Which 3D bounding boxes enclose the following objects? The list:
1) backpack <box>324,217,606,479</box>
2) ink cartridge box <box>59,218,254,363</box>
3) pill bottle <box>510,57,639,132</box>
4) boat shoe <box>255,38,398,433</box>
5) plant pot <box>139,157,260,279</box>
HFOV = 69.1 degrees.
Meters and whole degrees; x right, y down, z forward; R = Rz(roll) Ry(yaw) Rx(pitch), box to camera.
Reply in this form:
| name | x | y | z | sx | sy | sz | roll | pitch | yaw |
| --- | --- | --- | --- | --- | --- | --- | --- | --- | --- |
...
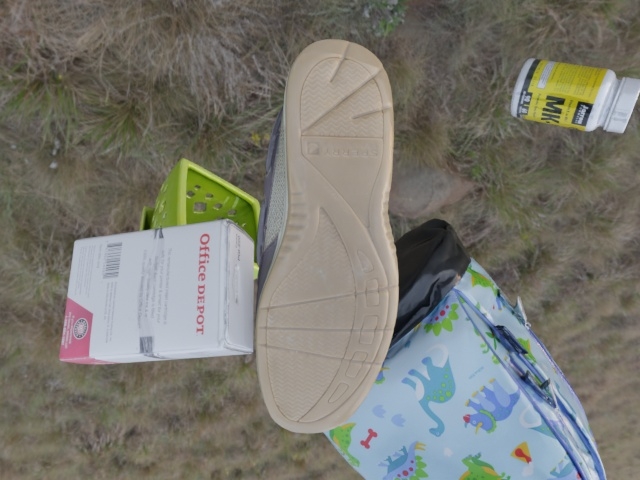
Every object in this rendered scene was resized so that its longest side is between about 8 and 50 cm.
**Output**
| name | x | y | z | sx | sy | sz | roll | pitch | yaw |
| --- | --- | --- | --- | --- | --- | --- | --- | --- | --- |
| backpack | 0.158 | 0.204 | 0.556 | 0.290 | 0.273 | 0.355 | -40 | 105 | 15 |
| ink cartridge box | -0.199 | 0.070 | 0.591 | 0.218 | 0.158 | 0.092 | -7 | 161 | 13 |
| pill bottle | 0.498 | -0.283 | 0.915 | 0.209 | 0.119 | 0.119 | 21 | 155 | 27 |
| boat shoe | 0.000 | 0.000 | 0.365 | 0.103 | 0.285 | 0.092 | 1 | -175 | -11 |
| plant pot | -0.277 | -0.004 | 1.034 | 0.207 | 0.227 | 0.228 | -35 | 136 | 26 |
